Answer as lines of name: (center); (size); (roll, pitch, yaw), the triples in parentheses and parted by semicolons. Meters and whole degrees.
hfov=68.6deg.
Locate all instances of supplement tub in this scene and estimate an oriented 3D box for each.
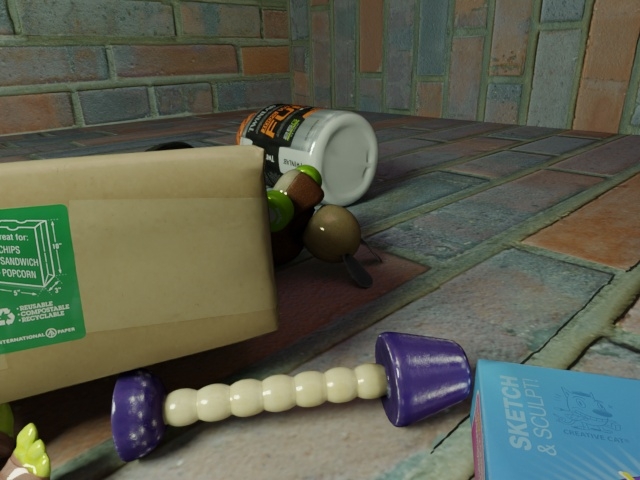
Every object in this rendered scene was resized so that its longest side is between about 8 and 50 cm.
supplement tub: (-0.043, -0.196, 1.028); (0.193, 0.194, 0.316); (-18, 26, -36)

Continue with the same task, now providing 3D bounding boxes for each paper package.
paper package: (-0.233, 0.014, 0.446); (0.324, 0.168, 0.309); (-9, 7, -23)

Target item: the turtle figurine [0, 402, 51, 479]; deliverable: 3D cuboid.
turtle figurine: (-0.277, 0.169, 0.254); (0.269, 0.087, 0.217); (-4, 5, 40)

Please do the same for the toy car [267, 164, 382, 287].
toy car: (0.000, 0.000, 0.676); (0.188, 0.149, 0.155); (31, 31, 3)

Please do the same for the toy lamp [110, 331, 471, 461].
toy lamp: (-0.016, 0.121, 0.382); (0.274, 0.080, 0.080); (-4, 22, -6)

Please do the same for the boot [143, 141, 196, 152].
boot: (-0.224, -0.083, 0.827); (0.259, 0.131, 0.348); (-1, 31, 20)

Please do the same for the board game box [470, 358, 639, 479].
board game box: (0.200, 0.187, 0.215); (0.242, 0.064, 0.316); (4, 22, 13)
